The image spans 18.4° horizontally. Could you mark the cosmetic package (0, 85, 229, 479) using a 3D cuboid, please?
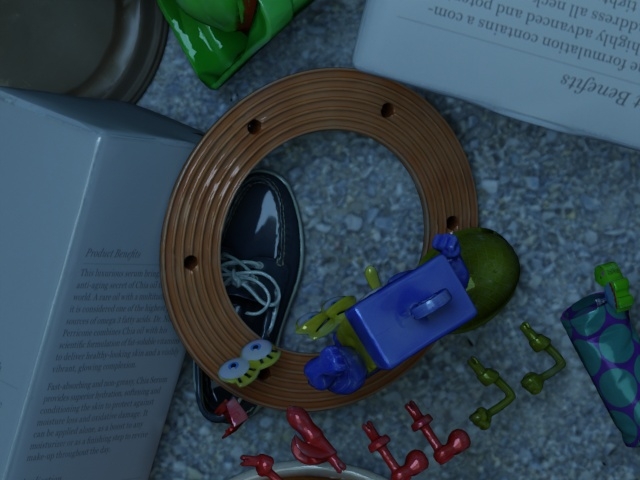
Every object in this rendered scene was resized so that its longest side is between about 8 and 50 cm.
[{"bbox_3d":[-0.254,0.097,1.867,0.161,0.230,0.453,23,100,30],"label":"cosmetic package"}]

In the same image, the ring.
[{"bbox_3d":[0.000,0.000,1.887,0.336,0.032,0.337,-6,105,-26],"label":"ring"}]

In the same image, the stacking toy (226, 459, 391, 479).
[{"bbox_3d":[-0.031,0.406,1.767,0.350,0.480,0.351,1,95,7],"label":"stacking toy"}]

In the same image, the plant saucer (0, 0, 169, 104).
[{"bbox_3d":[-0.290,-0.229,1.976,0.277,0.041,0.278,0,94,8],"label":"plant saucer"}]

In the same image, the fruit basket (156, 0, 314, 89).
[{"bbox_3d":[-0.171,-0.314,1.802,0.392,0.283,0.392,3,80,-18],"label":"fruit basket"}]

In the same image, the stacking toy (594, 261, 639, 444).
[{"bbox_3d":[0.361,0.105,1.887,0.167,0.052,0.221,-16,85,-24],"label":"stacking toy"}]

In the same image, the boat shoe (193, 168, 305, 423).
[{"bbox_3d":[-0.079,0.055,1.949,0.095,0.079,0.255,15,94,15],"label":"boat shoe"}]

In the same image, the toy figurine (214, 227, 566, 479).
[{"bbox_3d":[0.100,0.092,1.781,0.362,0.217,0.191,-28,79,-26],"label":"toy figurine"}]

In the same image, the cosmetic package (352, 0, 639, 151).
[{"bbox_3d":[0.250,-0.318,1.723,0.329,0.327,0.394,17,109,5],"label":"cosmetic package"}]

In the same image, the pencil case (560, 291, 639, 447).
[{"bbox_3d":[0.296,0.123,1.918,0.070,0.064,0.152,-27,91,-1],"label":"pencil case"}]
